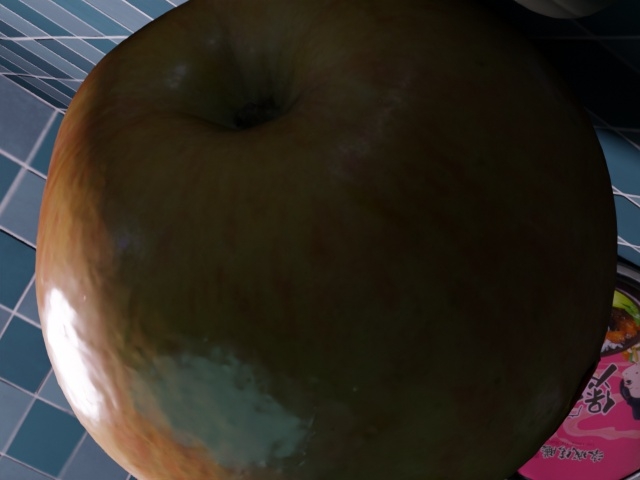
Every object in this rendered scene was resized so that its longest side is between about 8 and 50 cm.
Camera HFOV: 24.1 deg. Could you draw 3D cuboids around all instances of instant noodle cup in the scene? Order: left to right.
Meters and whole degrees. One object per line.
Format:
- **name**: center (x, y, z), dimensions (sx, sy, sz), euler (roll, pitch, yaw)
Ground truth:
- **instant noodle cup**: center (0.263, 0.132, 1.608), dimensions (0.302, 0.258, 0.181), euler (31, -173, -3)

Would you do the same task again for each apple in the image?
- **apple**: center (0.000, 0.000, 0.996), dimensions (0.391, 0.391, 0.346), euler (25, 151, 30)

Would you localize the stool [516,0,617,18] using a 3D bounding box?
- **stool**: center (0.096, -0.152, 0.656), dimensions (0.096, 0.096, 0.110), euler (22, 177, 45)
